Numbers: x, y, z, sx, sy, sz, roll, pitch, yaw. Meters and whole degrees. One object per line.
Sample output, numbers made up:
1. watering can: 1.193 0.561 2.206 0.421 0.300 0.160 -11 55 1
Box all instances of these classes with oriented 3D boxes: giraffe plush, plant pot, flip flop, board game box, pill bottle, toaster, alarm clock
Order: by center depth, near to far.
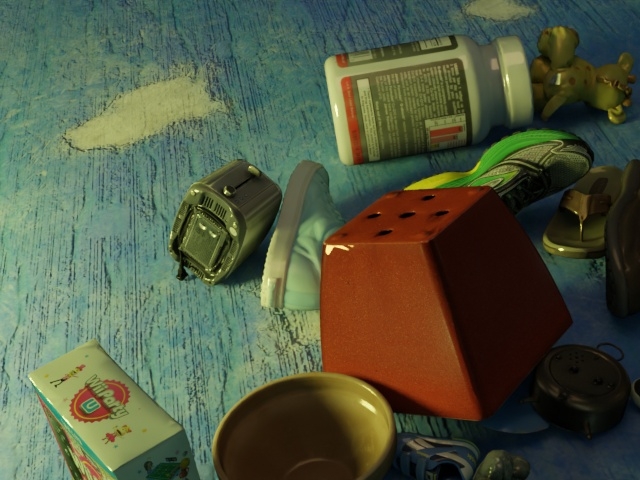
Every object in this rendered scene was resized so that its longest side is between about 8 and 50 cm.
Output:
1. board game box: -0.217 0.297 1.386 0.097 0.303 0.224 -29 38 -24
2. plant pot: -0.013 0.288 1.516 0.237 0.110 0.237 -9 34 6
3. alarm clock: 0.361 0.187 1.589 0.129 0.064 0.192 26 38 26
4. plant pot: 0.149 0.068 1.605 0.267 0.236 0.267 -2 24 40
5. board game box: 0.257 0.216 1.614 0.133 0.033 0.168 16 38 14
6. flip flop: 0.439 -0.058 1.921 0.112 0.080 0.277 9 39 27
7. toaster: -0.158 -0.029 1.959 0.129 0.227 0.146 37 45 12
8. pill bottle: 0.200 -0.268 2.178 0.363 0.210 0.210 -9 34 2
9. giraffe plush: 0.501 -0.303 2.211 0.170 0.181 0.210 9 22 -8

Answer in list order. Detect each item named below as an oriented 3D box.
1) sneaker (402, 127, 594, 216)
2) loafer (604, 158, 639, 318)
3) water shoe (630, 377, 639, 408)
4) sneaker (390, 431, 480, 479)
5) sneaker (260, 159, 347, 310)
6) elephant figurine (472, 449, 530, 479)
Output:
1. sneaker: 0.293 -0.063 1.917 0.343 0.134 0.146 -27 37 5
2. loafer: 0.513 -0.016 1.792 0.130 0.134 0.366 4 37 21
3. water shoe: 0.503 0.202 1.526 0.203 0.080 0.073 17 42 34
4. sneaker: 0.133 0.289 1.527 0.144 0.053 0.059 -1 37 16
5. sneaker: 0.000 0.000 1.941 0.150 0.135 0.366 12 40 1
6. elephant figurine: 0.265 0.355 1.320 0.239 0.186 0.169 27 81 9
